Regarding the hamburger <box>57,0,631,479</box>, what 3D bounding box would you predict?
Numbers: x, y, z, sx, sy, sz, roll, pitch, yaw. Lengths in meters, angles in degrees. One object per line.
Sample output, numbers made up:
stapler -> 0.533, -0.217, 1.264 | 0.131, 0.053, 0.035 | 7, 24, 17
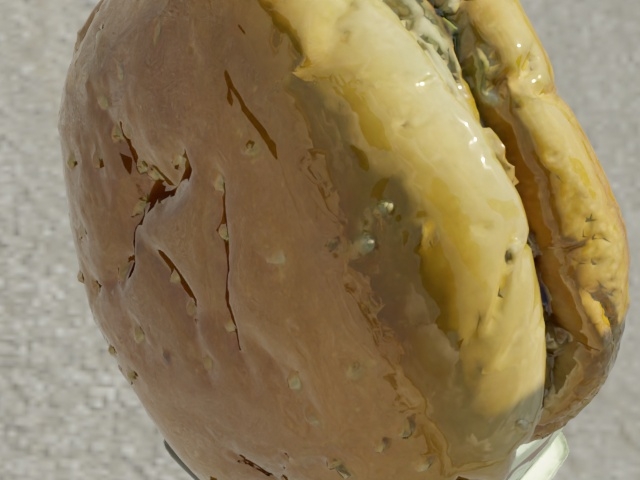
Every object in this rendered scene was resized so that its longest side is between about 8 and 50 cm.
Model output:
hamburger -> 0.000, 0.000, 0.897 | 0.170, 0.290, 0.314 | -22, 82, -31

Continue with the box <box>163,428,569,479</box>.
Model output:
box -> 0.048, 0.092, 1.205 | 0.220, 0.166, 0.290 | 42, 24, 10
